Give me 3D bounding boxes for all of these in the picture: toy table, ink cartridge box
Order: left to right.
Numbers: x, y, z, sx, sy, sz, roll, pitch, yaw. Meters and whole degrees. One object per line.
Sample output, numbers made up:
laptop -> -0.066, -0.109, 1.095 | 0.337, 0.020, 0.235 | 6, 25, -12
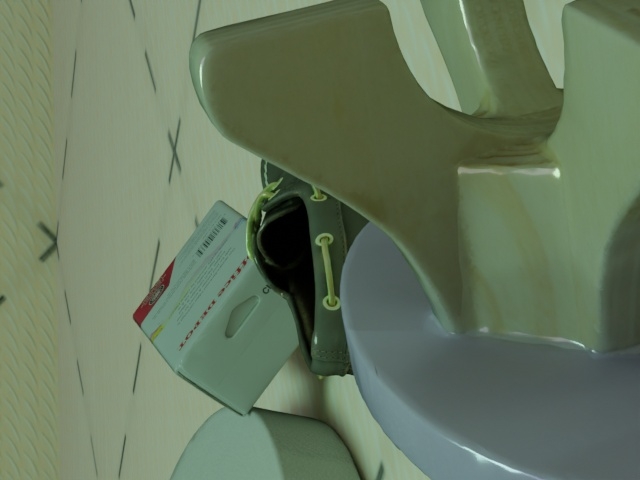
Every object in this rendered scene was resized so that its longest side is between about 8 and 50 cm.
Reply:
ink cartridge box -> -0.072, 0.051, 1.179 | 0.127, 0.072, 0.175 | -53, 21, -1
toy table -> 0.091, -0.027, 0.546 | 0.274, 0.252, 0.161 | 35, 141, 58

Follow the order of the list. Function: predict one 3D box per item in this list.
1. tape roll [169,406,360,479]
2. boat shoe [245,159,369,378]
tape roll -> -0.068, 0.323, 1.131 | 0.392, 0.072, 0.392 | -167, 90, -69
boat shoe -> 0.001, -0.004, 1.009 | 0.305, 0.091, 0.109 | -119, 34, -56
